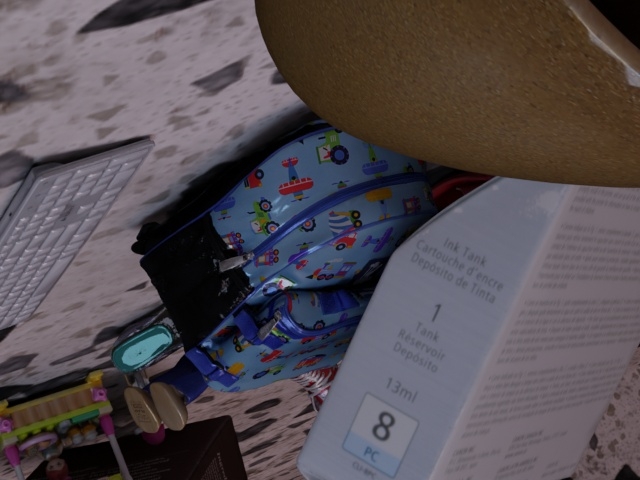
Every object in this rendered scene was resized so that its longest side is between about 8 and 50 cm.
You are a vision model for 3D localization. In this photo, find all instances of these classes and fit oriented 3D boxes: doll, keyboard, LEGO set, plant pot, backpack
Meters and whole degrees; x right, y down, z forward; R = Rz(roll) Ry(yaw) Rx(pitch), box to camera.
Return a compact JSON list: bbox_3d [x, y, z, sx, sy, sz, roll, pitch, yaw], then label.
[{"bbox_3d":[-0.066,0.081,1.214,0.189,0.046,0.129,-34,-167,-36],"label":"doll"},{"bbox_3d":[-0.168,0.009,0.919,0.072,0.014,0.256,-14,163,-32],"label":"keyboard"},{"bbox_3d":[-0.254,0.200,1.280,0.287,0.107,0.132,-23,166,-4],"label":"LEGO set"},{"bbox_3d":[0.080,-0.112,0.509,0.237,0.237,0.254,-17,178,-25],"label":"plant pot"},{"bbox_3d":[0.000,0.000,0.950,0.158,0.117,0.173,-8,156,-49],"label":"backpack"}]

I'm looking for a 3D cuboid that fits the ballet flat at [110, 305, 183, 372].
[{"bbox_3d":[-0.105,0.060,1.172,0.114,0.041,0.041,-27,165,15],"label":"ballet flat"}]

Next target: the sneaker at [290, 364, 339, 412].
[{"bbox_3d":[-0.012,0.129,1.486,0.042,0.067,0.118,-31,164,27],"label":"sneaker"}]

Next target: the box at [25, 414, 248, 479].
[{"bbox_3d":[-0.184,0.280,1.318,0.191,0.143,0.381,-13,-169,12],"label":"box"}]

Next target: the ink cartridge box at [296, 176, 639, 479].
[{"bbox_3d":[0.156,-0.018,0.985,0.308,0.091,0.385,4,111,-63],"label":"ink cartridge box"}]

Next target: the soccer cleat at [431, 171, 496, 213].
[{"bbox_3d":[0.153,-0.033,1.150,0.248,0.083,0.095,-25,161,16],"label":"soccer cleat"}]
